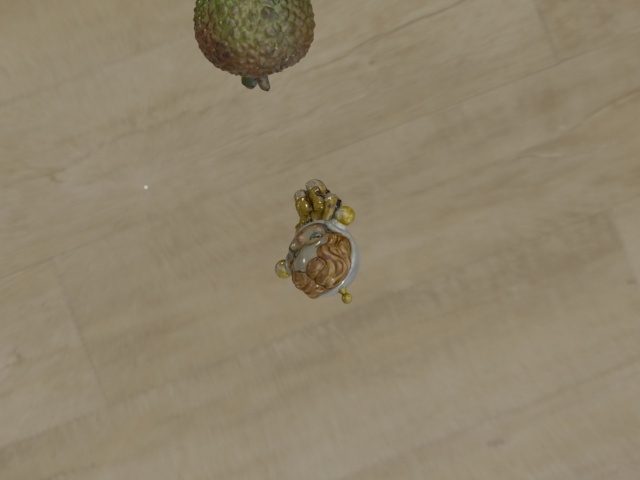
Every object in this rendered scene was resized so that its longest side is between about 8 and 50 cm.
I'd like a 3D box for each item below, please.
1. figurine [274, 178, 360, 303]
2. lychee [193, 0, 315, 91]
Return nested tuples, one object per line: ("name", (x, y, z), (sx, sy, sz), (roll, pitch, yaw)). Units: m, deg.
("figurine", (-0.004, 0.002, 1.458), (0.068, 0.143, 0.101), (31, 97, -33))
("lychee", (-0.062, -0.201, 1.314), (0.114, 0.114, 0.146), (-8, 119, -6))
